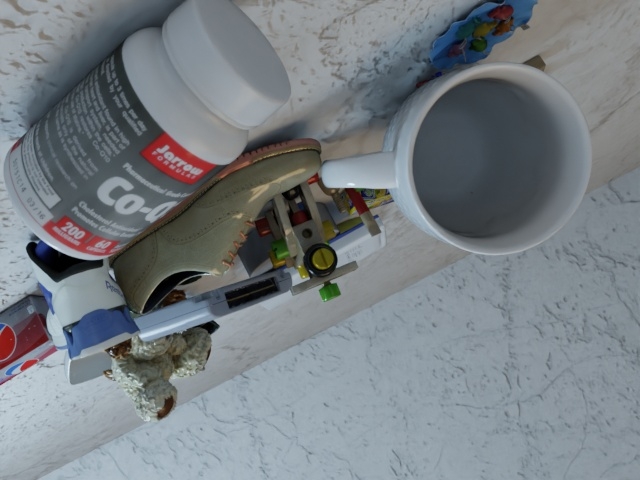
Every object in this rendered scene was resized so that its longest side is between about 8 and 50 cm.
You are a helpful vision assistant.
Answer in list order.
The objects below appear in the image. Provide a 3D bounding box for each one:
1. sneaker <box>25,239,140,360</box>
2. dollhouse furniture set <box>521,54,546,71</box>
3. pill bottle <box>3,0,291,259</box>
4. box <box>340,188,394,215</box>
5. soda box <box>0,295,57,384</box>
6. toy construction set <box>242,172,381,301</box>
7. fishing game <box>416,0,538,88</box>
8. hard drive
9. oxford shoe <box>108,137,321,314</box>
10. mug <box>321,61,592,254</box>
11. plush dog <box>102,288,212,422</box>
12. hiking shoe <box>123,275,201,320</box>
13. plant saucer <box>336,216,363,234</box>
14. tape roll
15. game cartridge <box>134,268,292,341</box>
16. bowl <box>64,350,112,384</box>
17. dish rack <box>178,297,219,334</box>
[{"bbox_3d":[-0.358,0.068,1.169,0.127,0.182,0.315,-19,-176,-23],"label":"sneaker"},{"bbox_3d":[0.414,-0.265,1.528,0.144,0.123,0.151,-28,167,-1],"label":"dollhouse furniture set"},{"bbox_3d":[-0.179,-0.115,0.805,0.283,0.161,0.161,-34,166,24],"label":"pill bottle"},{"bbox_3d":[0.127,-0.108,1.686,0.169,0.054,0.059,-19,164,-37],"label":"box"},{"bbox_3d":[-0.568,0.200,1.344,0.263,0.092,0.083,-31,167,8],"label":"soda box"},{"bbox_3d":[0.000,0.000,1.432,0.309,0.237,0.257,-19,164,-36],"label":"toy construction set"},{"bbox_3d":[0.256,-0.316,1.203,0.189,0.041,0.264,-21,166,-22],"label":"fishing game"},{"bbox_3d":[0.000,0.054,1.749,0.319,0.040,0.210,-29,167,0],"label":"hard drive"},{"bbox_3d":[-0.153,-0.022,1.234,0.397,0.146,0.140,-31,166,10],"label":"oxford shoe"},{"bbox_3d":[0.186,-0.129,1.243,0.374,0.276,0.328,-8,-171,-6],"label":"mug"},{"bbox_3d":[-0.366,0.210,1.596,0.211,0.225,0.262,8,-151,18],"label":"plush dog"},{"bbox_3d":[-0.325,0.078,1.442,0.227,0.086,0.114,-38,158,1],"label":"hiking shoe"},{"bbox_3d":[0.030,0.016,1.990,0.241,0.037,0.241,-27,167,-7],"label":"plant saucer"},{"bbox_3d":[-0.069,0.004,1.671,0.219,0.072,0.219,-27,168,-6],"label":"tape roll"},{"bbox_3d":[-0.201,0.120,1.455,0.196,0.060,0.294,-16,180,28],"label":"game cartridge"},{"bbox_3d":[-0.483,0.231,1.654,0.142,0.053,0.142,-18,141,-41],"label":"bowl"},{"bbox_3d":[-0.389,0.230,1.812,0.271,0.074,0.208,-32,161,0],"label":"dish rack"}]
